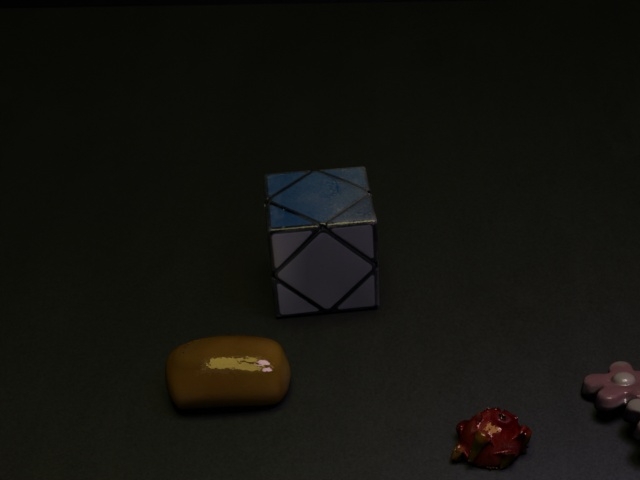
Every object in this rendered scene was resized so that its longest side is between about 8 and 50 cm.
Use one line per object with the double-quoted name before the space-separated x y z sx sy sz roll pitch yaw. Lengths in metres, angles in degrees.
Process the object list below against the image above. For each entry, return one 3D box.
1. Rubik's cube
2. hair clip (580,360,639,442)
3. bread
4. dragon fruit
"Rubik's cube" 0.000 0.000 2.407 0.205 0.207 0.205 -4 36 -2
"hair clip" 0.534 0.271 2.087 0.146 0.075 0.257 -20 33 -14
"bread" -0.161 0.221 2.201 0.217 0.098 0.147 -7 38 -2
"dragon fruit" 0.276 0.308 2.055 0.126 0.068 0.112 3 35 8
